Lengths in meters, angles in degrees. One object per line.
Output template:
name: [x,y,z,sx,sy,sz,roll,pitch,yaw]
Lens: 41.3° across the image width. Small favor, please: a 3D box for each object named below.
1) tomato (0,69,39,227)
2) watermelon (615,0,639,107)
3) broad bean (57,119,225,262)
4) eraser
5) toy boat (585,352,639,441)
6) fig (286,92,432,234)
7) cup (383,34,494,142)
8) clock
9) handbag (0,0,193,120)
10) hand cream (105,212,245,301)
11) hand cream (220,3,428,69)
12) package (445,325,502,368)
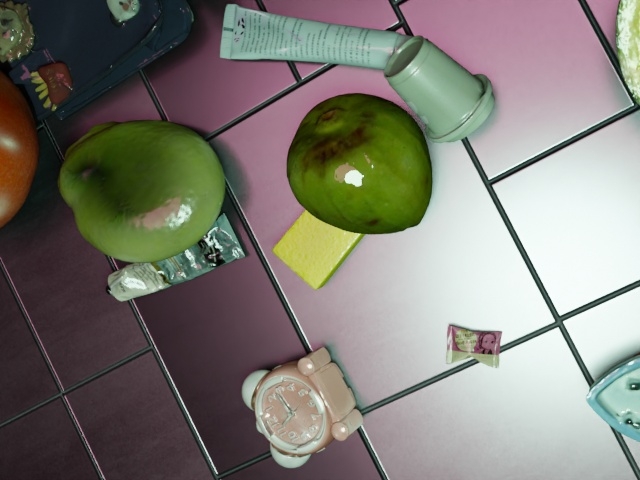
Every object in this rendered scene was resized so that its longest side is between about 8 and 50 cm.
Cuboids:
tomato: [-0.622,-0.143,1.382,0.341,0.273,0.341,-9,76,40]
watermelon: [0.552,-0.277,1.076,0.331,0.189,0.330,9,112,24]
broad bean: [-0.290,-0.083,1.354,0.291,0.119,0.238,12,76,18]
eraser: [0.000,0.000,1.326,0.097,0.045,0.122,42,104,10]
toy boat: [0.532,0.225,1.146,0.332,0.133,0.145,5,97,16]
fig: [0.065,-0.097,1.241,0.203,0.203,0.225,-30,125,16]
cup: [0.166,-0.218,1.202,0.120,0.120,0.141,-43,118,15]
clock: [-0.033,0.264,1.340,0.162,0.093,0.166,-30,86,25]
handbag: [-0.408,-0.392,1.377,0.329,0.122,0.303,-28,87,18]
hand cream: [-0.248,0.038,1.406,0.248,0.052,0.075,-24,110,11]
hand cream: [-0.001,-0.303,1.296,0.331,0.058,0.085,10,101,15]
package: [0.232,0.161,1.281,0.083,0.029,0.059,4,88,5]
